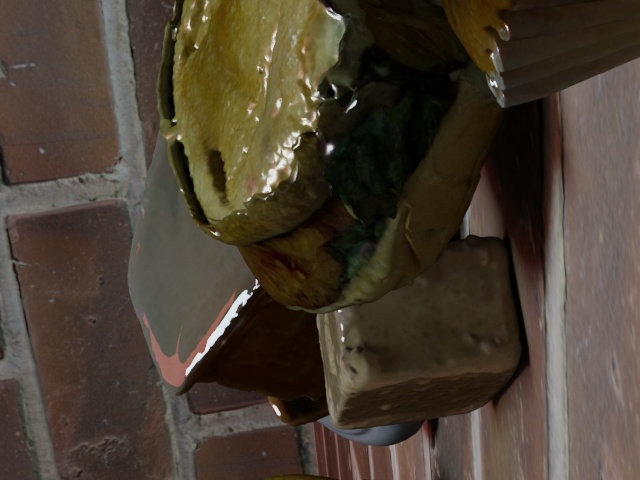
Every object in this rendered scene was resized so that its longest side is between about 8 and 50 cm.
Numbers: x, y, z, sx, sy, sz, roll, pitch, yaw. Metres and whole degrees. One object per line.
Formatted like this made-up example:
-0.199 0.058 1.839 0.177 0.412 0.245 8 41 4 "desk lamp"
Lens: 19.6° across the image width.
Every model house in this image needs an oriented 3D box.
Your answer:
-0.001 -0.001 1.320 0.229 0.219 0.199 22 -145 -42 "model house"

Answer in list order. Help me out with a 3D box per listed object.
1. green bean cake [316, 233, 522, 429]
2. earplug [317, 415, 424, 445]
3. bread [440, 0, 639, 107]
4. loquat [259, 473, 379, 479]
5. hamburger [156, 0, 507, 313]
0.057 0.059 1.131 0.179 0.109 0.085 96 165 -76 "green bean cake"
0.001 0.025 1.582 0.214 0.175 0.326 99 153 -61 "earplug"
0.068 -0.163 0.534 0.192 0.109 0.210 88 173 -65 "bread"
-0.004 0.312 1.477 0.275 0.274 0.275 172 90 -86 "loquat"
-0.003 -0.078 1.016 0.211 0.132 0.309 -64 28 29 "hamburger"
